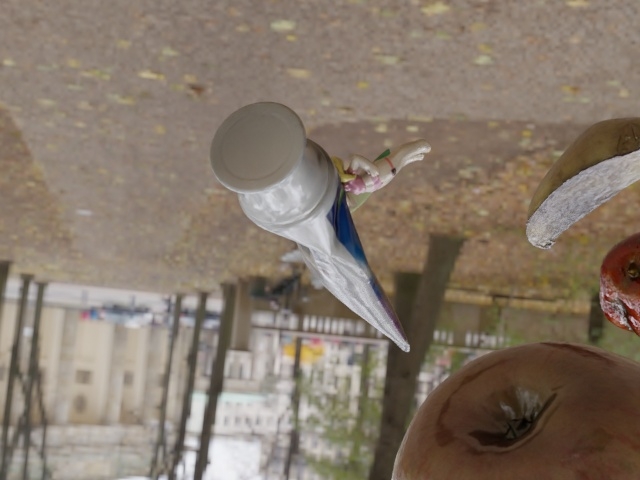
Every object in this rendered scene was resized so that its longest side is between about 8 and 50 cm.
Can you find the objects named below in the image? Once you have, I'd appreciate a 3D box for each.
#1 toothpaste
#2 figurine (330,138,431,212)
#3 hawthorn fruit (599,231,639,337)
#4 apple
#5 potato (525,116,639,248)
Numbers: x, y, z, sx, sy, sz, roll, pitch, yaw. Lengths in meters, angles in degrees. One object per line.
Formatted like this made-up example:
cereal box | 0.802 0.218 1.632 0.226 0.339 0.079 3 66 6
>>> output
toothpaste | 0.000 0.000 0.744 0.096 0.061 0.266 40 171 28
figurine | 0.033 -0.071 1.259 0.187 0.083 0.083 -27 -176 -17
hawthorn fruit | 0.263 0.036 0.920 0.093 0.093 0.093 5 175 0
apple | 0.234 0.246 1.156 0.345 0.345 0.269 1 152 40
potato | 0.350 -0.104 1.522 0.120 0.100 0.261 18 138 -39
